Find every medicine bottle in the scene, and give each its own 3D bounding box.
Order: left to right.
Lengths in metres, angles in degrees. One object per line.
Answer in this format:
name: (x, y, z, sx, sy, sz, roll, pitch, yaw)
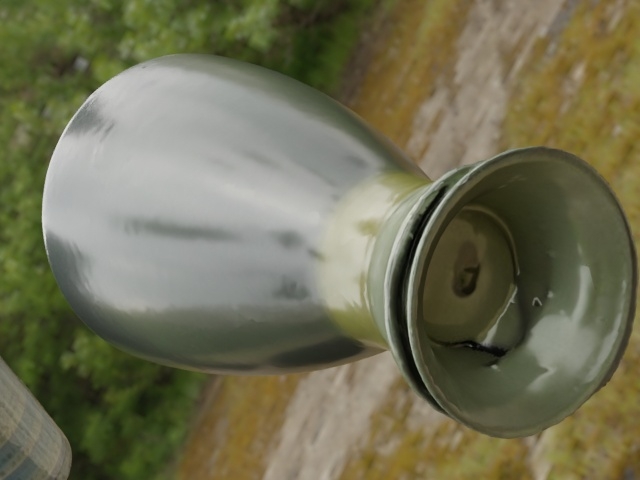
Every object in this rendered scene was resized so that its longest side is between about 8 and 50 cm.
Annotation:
medicine bottle: (-0.231, 0.090, 1.002, 0.083, 0.203, 0.083, -15, 43, 14)

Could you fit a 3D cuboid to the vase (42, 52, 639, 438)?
vase: (0.000, 0.000, 0.789, 0.321, 0.173, 0.173, 13, 74, 59)
